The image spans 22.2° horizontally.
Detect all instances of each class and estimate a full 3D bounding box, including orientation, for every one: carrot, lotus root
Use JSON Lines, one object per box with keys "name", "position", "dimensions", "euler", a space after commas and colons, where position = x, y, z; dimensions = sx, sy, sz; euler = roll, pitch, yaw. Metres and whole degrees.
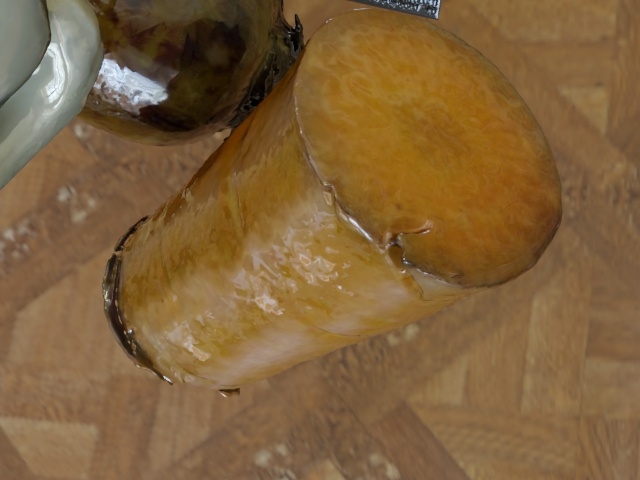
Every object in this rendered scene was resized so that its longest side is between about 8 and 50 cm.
{"name": "carrot", "position": [0.000, 0.000, 1.023], "dimensions": [0.196, 0.254, 0.196], "euler": [20, 51, -27]}
{"name": "lotus root", "position": [-0.140, -0.165, 1.115], "dimensions": [0.314, 0.141, 0.169], "euler": [27, 78, -13]}

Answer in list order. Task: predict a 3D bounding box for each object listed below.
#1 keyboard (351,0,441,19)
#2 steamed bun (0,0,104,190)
{"name": "keyboard", "position": [0.017, -0.248, 1.484], "dimensions": [0.198, 0.064, 0.010], "euler": [14, 32, 12]}
{"name": "steamed bun", "position": [-0.296, -0.137, 0.815], "dimensions": [0.367, 0.342, 0.255], "euler": [25, 67, 40]}
